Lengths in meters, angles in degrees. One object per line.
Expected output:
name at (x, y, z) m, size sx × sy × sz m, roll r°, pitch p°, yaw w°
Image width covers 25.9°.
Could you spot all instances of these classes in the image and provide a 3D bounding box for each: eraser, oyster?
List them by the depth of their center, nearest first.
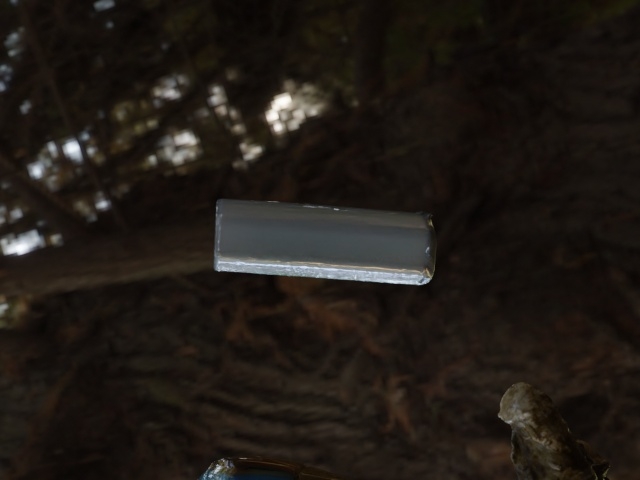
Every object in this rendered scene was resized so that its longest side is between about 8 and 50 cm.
eraser at (0.000, 0.000, 1.891) m, size 0.189 × 0.290 × 0.104 m, roll -118°, pitch 33°, yaw -80°
oyster at (0.364, 0.326, 1.946) m, size 0.294 × 0.094 × 0.166 m, roll 35°, pitch -133°, yaw -26°

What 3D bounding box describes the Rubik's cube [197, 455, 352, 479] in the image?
Rubik's cube at (-0.077, 0.344, 1.497) m, size 0.254 × 0.254 × 0.254 m, roll 42°, pitch -140°, yaw -50°
